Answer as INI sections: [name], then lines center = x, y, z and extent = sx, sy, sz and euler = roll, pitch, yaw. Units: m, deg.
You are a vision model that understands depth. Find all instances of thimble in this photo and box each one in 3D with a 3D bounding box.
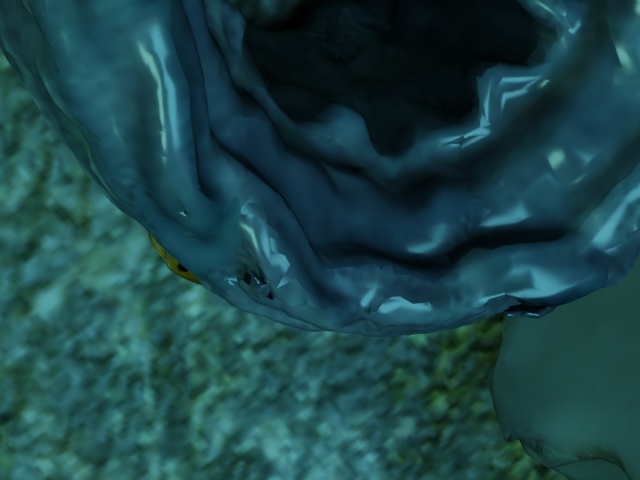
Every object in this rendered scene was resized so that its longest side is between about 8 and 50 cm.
[thimble]
center = 0.009, -0.099, 0.502
extent = 0.205, 0.172, 0.236
euler = -11, 118, -17

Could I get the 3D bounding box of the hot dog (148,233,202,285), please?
[hot dog]
center = 0.000, 0.000, 0.629
extent = 0.122, 0.037, 0.049
euler = 7, 117, -21

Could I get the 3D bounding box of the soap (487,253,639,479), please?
[soap]
center = 0.330, 0.034, 0.661
extent = 0.435, 0.213, 0.350
euler = 20, 111, -27
